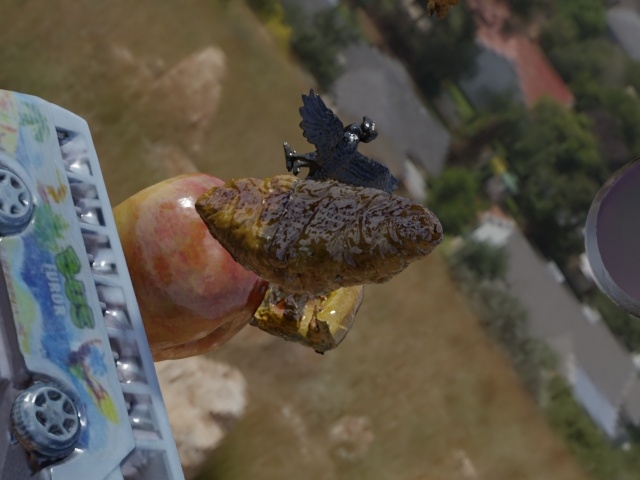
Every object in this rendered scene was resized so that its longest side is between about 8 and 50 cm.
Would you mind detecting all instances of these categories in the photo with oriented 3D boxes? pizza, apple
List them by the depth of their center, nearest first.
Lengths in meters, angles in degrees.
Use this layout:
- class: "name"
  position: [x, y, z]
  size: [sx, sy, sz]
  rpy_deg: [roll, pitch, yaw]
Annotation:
- class: "apple"
  position: [-0.148, 0.034, 1.717]
  size: [0.164, 0.209, 0.209]
  rpy_deg: [61, 21, 8]
- class: "pizza"
  position: [-0.018, 0.048, 1.873]
  size: [0.271, 0.134, 0.056]
  rpy_deg: [-83, 166, -65]

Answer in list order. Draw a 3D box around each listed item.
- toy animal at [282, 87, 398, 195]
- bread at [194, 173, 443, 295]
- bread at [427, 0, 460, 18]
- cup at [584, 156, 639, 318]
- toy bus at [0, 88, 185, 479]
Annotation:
- class: "toy animal"
  position: [0.014, -0.089, 1.798]
  size: [0.220, 0.108, 0.062]
  rpy_deg: [48, 25, -54]
- class: "bread"
  position: [0.000, 0.000, 1.467]
  size: [0.105, 0.233, 0.076]
  rpy_deg: [-64, 147, -32]
- class: "bread"
  position: [0.117, -0.315, 1.308]
  size: [0.179, 0.194, 0.340]
  rpy_deg: [56, 14, -17]
- class: "cup"
  position: [0.315, -0.004, 1.431]
  size: [0.203, 0.203, 0.288]
  rpy_deg: [60, 18, 10]
- class: "toy bus"
  position: [-0.191, 0.061, 1.156]
  size: [0.136, 0.109, 0.329]
  rpy_deg: [6, 59, -47]
